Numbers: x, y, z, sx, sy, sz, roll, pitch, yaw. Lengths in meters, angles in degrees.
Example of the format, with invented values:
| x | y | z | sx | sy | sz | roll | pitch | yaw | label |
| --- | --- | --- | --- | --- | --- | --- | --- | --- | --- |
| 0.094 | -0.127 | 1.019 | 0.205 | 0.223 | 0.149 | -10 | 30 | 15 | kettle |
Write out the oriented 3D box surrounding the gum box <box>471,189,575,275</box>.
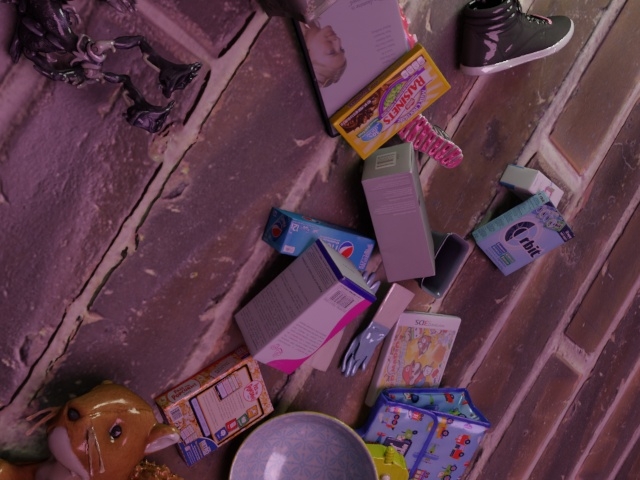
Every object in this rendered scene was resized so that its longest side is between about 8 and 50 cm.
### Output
| x | y | z | sx | sy | sz | roll | pitch | yaw | label |
| --- | --- | --- | --- | --- | --- | --- | --- | --- | --- |
| 0.464 | -0.013 | 1.643 | 0.184 | 0.041 | 0.157 | -33 | 132 | 20 | gum box |

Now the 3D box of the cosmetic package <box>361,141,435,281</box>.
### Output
| x | y | z | sx | sy | sz | roll | pitch | yaw | label |
| --- | --- | --- | --- | --- | --- | --- | --- | --- | --- |
| 0.153 | -0.051 | 1.386 | 0.107 | 0.127 | 0.238 | -12 | 122 | 15 | cosmetic package |

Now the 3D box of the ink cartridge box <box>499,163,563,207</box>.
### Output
| x | y | z | sx | sy | sz | roll | pitch | yaw | label |
| --- | --- | --- | --- | --- | --- | --- | --- | --- | --- |
| 0.483 | -0.121 | 1.643 | 0.122 | 0.088 | 0.052 | 29 | 87 | -40 | ink cartridge box |

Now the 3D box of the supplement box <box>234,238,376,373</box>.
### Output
| x | y | z | sx | sy | sz | roll | pitch | yaw | label |
| --- | --- | --- | --- | --- | --- | --- | --- | --- | --- |
| -0.030 | 0.121 | 1.290 | 0.220 | 0.114 | 0.111 | -43 | 137 | 11 | supplement box |

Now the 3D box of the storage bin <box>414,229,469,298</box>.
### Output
| x | y | z | sx | sy | sz | roll | pitch | yaw | label |
| --- | --- | --- | --- | --- | --- | --- | --- | --- | --- |
| 0.238 | 0.042 | 1.523 | 0.098 | 0.091 | 0.135 | 31 | 88 | -40 | storage bin |

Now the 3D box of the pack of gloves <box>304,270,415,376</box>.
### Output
| x | y | z | sx | sy | sz | roll | pitch | yaw | label |
| --- | --- | --- | --- | --- | --- | --- | --- | --- | --- |
| 0.071 | 0.170 | 1.493 | 0.195 | 0.046 | 0.232 | 29 | 95 | -46 | pack of gloves |

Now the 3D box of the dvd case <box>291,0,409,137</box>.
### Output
| x | y | z | sx | sy | sz | roll | pitch | yaw | label |
| --- | --- | --- | --- | --- | --- | --- | --- | --- | --- |
| 0.065 | -0.317 | 1.248 | 0.180 | 0.022 | 0.253 | -23 | 127 | -4 | dvd case |

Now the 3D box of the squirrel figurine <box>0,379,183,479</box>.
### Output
| x | y | z | sx | sy | sz | roll | pitch | yaw | label |
| --- | --- | --- | --- | --- | --- | --- | --- | --- | --- |
| -0.370 | 0.418 | 1.149 | 0.371 | 0.281 | 0.397 | -62 | 145 | -14 | squirrel figurine |

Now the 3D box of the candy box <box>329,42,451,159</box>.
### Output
| x | y | z | sx | sy | sz | roll | pitch | yaw | label |
| --- | --- | --- | --- | --- | --- | --- | --- | --- | --- |
| 0.125 | -0.245 | 1.286 | 0.206 | 0.027 | 0.105 | -40 | 129 | 10 | candy box |

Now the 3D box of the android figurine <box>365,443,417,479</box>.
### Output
| x | y | z | sx | sy | sz | roll | pitch | yaw | label |
| --- | --- | --- | --- | --- | --- | --- | --- | --- | --- |
| 0.098 | 0.548 | 1.577 | 0.248 | 0.056 | 0.273 | 7 | 119 | -8 | android figurine |

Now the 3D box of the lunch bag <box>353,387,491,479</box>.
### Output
| x | y | z | sx | sy | sz | roll | pitch | yaw | label |
| --- | --- | --- | --- | --- | --- | --- | --- | --- | --- |
| 0.197 | 0.445 | 1.630 | 0.293 | 0.138 | 0.221 | 12 | 113 | -25 | lunch bag |

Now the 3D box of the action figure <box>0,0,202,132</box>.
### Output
| x | y | z | sx | sy | sz | roll | pitch | yaw | label |
| --- | --- | --- | --- | --- | --- | --- | --- | --- | --- |
| -0.307 | -0.266 | 0.969 | 0.275 | 0.141 | 0.164 | 36 | 116 | -3 | action figure |

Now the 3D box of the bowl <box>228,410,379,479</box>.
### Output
| x | y | z | sx | sy | sz | roll | pitch | yaw | label |
| --- | --- | --- | --- | --- | --- | --- | --- | --- | --- |
| -0.027 | 0.476 | 1.432 | 0.290 | 0.289 | 0.156 | -59 | 173 | -3 | bowl |

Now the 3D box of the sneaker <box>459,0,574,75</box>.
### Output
| x | y | z | sx | sy | sz | roll | pitch | yaw | label |
| --- | --- | --- | --- | --- | --- | --- | --- | --- | --- |
| 0.403 | -0.444 | 1.446 | 0.295 | 0.104 | 0.147 | -25 | 126 | -22 | sneaker |

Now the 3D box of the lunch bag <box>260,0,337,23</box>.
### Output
| x | y | z | sx | sy | sz | roll | pitch | yaw | label |
| --- | --- | --- | --- | --- | --- | --- | --- | --- | --- |
| -0.003 | -0.513 | 1.079 | 0.287 | 0.169 | 0.235 | -42 | 126 | -11 | lunch bag |

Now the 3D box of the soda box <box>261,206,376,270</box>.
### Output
| x | y | z | sx | sy | sz | roll | pitch | yaw | label |
| --- | --- | --- | --- | --- | --- | --- | --- | --- | --- |
| 0.000 | 0.000 | 1.342 | 0.210 | 0.071 | 0.067 | 15 | 100 | -39 | soda box |

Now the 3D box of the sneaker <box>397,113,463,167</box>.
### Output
| x | y | z | sx | sy | sz | roll | pitch | yaw | label |
| --- | --- | --- | --- | --- | --- | --- | --- | --- | --- |
| 0.204 | -0.208 | 1.425 | 0.170 | 0.075 | 0.063 | 32 | 105 | -18 | sneaker |

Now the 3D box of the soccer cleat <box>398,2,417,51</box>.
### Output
| x | y | z | sx | sy | sz | roll | pitch | yaw | label |
| --- | --- | --- | --- | --- | --- | --- | --- | --- | --- |
| 0.105 | -0.399 | 1.273 | 0.095 | 0.083 | 0.248 | -21 | 129 | 4 | soccer cleat |

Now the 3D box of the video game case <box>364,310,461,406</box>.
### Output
| x | y | z | sx | sy | sz | roll | pitch | yaw | label |
| --- | --- | --- | --- | --- | --- | --- | --- | --- | --- |
| 0.213 | 0.272 | 1.637 | 0.206 | 0.026 | 0.227 | 10 | 101 | -38 | video game case |

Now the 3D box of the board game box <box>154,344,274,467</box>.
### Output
| x | y | z | sx | sy | sz | roll | pitch | yaw | label |
| --- | --- | --- | --- | --- | --- | --- | --- | --- | --- |
| -0.192 | 0.306 | 1.335 | 0.193 | 0.045 | 0.147 | -29 | 122 | -25 | board game box |
